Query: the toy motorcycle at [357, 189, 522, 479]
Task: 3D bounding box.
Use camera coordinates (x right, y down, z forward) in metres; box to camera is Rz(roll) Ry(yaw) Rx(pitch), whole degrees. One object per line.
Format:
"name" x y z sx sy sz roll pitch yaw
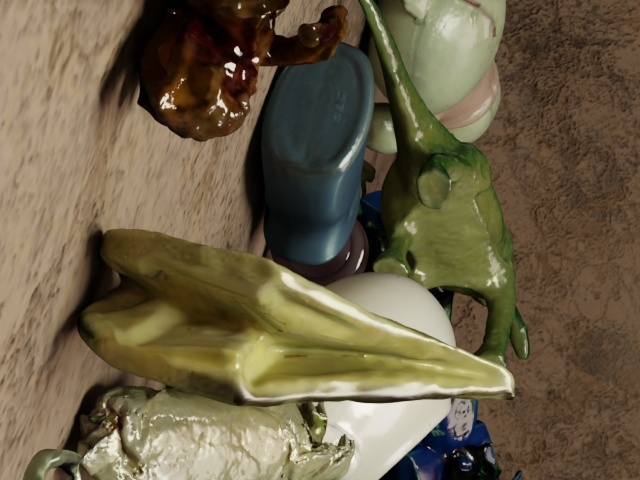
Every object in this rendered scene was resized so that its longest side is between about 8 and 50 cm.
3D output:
"toy motorcycle" 0.077 0.123 1.689 0.125 0.196 0.331 -17 109 -42

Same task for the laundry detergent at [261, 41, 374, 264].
"laundry detergent" -0.003 -0.044 1.216 0.206 0.061 0.096 94 7 -72

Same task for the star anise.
"star anise" -0.028 -0.080 0.742 0.097 0.070 0.190 -62 -172 6

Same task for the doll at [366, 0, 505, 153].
"doll" 0.096 -0.153 1.568 0.275 0.113 0.154 97 15 -69

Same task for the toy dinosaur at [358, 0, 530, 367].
"toy dinosaur" 0.107 -0.035 1.478 0.301 0.087 0.447 -64 145 -58

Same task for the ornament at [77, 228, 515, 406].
"ornament" -0.003 0.043 0.856 0.201 0.180 0.059 24 79 -83

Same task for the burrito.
"burrito" -0.050 0.095 0.936 0.045 0.058 0.188 -34 157 32

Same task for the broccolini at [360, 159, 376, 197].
"broccolini" -0.023 0.124 1.471 0.079 0.074 0.392 -80 -172 -77

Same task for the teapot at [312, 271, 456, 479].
"teapot" -0.016 0.092 1.150 0.204 0.139 0.298 -39 174 -5

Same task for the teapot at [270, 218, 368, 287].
"teapot" 0.000 0.000 1.343 0.045 0.068 0.100 57 56 -80

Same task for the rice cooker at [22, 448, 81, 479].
"rice cooker" -0.037 0.217 0.589 0.288 0.277 0.288 3 90 -76
